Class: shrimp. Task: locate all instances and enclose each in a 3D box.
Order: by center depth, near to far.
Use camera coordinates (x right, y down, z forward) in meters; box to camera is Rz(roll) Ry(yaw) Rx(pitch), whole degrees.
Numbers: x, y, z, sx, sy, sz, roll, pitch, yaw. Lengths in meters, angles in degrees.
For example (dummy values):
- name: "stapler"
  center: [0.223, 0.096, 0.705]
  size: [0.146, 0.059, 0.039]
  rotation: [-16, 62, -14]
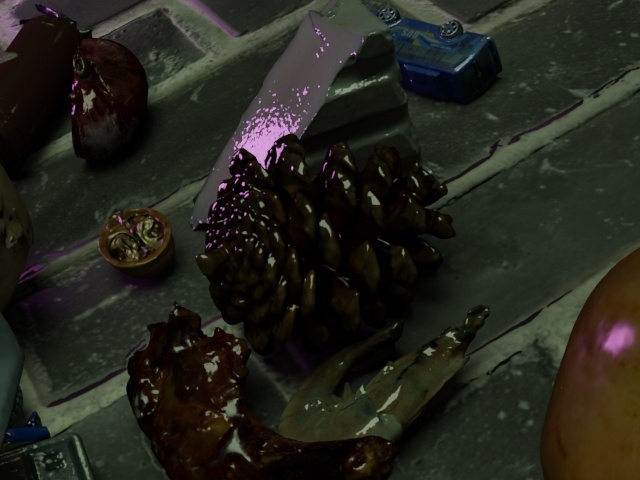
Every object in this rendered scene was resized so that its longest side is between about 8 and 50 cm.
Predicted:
- name: "shrimp"
  center: [0.060, 0.145, 1.195]
  size: [0.254, 0.059, 0.145]
  rotation: [-44, 38, -20]

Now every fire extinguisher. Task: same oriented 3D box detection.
- name: "fire extinguisher"
  center: [-0.441, -0.244, 1.743]
  size: [0.135, 0.114, 0.337]
  rotation: [16, 47, 5]

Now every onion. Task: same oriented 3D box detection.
- name: "onion"
  center: [-0.295, -0.209, 1.646]
  size: [0.098, 0.151, 0.205]
  rotation: [1, 59, 0]

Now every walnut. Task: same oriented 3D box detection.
- name: "walnut"
  center: [-0.223, 0.010, 1.441]
  size: [0.091, 0.052, 0.121]
  rotation: [-31, 41, -12]

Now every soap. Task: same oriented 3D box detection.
- name: "soap"
  center: [-0.043, -0.132, 1.379]
  size: [0.302, 0.257, 0.159]
  rotation: [-21, 42, -3]

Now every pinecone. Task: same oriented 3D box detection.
- name: "pinecone"
  center: [0.000, 0.000, 1.257]
  size: [0.309, 0.244, 0.244]
  rotation: [-11, 37, -25]

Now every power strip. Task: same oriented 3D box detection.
- name: "power strip"
  center: [-0.322, 0.290, 1.146]
  size: [0.216, 0.061, 0.145]
  rotation: [-15, 61, -20]

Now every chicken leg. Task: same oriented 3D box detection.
- name: "chicken leg"
  center: [-0.077, 0.185, 1.143]
  size: [0.407, 0.096, 0.158]
  rotation: [21, 81, 52]

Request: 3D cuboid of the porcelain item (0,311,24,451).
- name: "porcelain item"
  center: [-0.483, 0.171, 1.088]
  size: [0.405, 0.178, 0.242]
  rotation: [-16, 43, 21]

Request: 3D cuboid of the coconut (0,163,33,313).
- name: "coconut"
  center: [-0.510, -0.003, 1.343]
  size: [0.353, 0.352, 0.352]
  rotation: [-10, 42, 9]

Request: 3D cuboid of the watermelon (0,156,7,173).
- name: "watermelon"
  center: [-0.476, -0.082, 1.615]
  size: [0.105, 0.062, 0.105]
  rotation: [-2, 83, 20]

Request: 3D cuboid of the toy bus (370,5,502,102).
- name: "toy bus"
  center: [0.129, -0.254, 1.594]
  size: [0.236, 0.079, 0.094]
  rotation: [21, 71, 36]

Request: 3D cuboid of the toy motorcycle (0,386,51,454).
- name: "toy motorcycle"
  center: [-0.449, 0.241, 1.233]
  size: [0.315, 0.113, 0.169]
  rotation: [-21, 51, -16]

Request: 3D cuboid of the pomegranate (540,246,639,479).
- name: "pomegranate"
  center: [0.377, 0.144, 0.861]
  size: [0.412, 0.411, 0.411]
  rotation: [-10, 42, 9]
